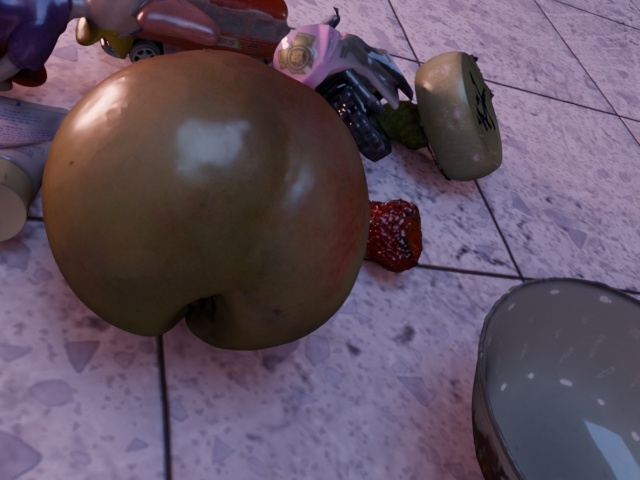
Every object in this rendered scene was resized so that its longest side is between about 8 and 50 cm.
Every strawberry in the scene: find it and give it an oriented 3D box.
[{"bbox_3d":[0.085,-0.006,0.837,0.083,0.083,0.096,8,46,-24],"label":"strawberry"}]

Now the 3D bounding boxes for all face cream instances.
[{"bbox_3d":[-0.318,-0.090,0.707,0.114,0.070,0.224,11,32,-23],"label":"face cream"}]

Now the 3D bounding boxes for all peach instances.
[{"bbox_3d":[-0.095,-0.043,0.637,0.293,0.247,0.292,5,66,-12],"label":"peach"}]

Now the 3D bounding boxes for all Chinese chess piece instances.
[{"bbox_3d":[0.204,-0.180,1.019,0.188,0.083,0.188,42,39,-48],"label":"Chinese chess piece"}]

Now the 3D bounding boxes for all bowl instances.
[{"bbox_3d":[0.261,0.210,0.667,0.338,0.157,0.337,16,42,-15],"label":"bowl"}]

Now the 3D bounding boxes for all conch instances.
[{"bbox_3d":[0.117,-0.172,1.047,0.121,0.074,0.089,-4,16,-13],"label":"conch"}]

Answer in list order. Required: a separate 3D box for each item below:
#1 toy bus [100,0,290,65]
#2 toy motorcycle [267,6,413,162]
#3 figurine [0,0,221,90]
[{"bbox_3d":[-0.161,-0.300,0.952,0.265,0.119,0.121,2,47,-30],"label":"toy bus"},{"bbox_3d":[0.019,-0.231,0.950,0.188,0.143,0.327,42,21,-23],"label":"toy motorcycle"},{"bbox_3d":[-0.327,-0.266,0.748,0.421,0.193,0.154,3,62,-25],"label":"figurine"}]
